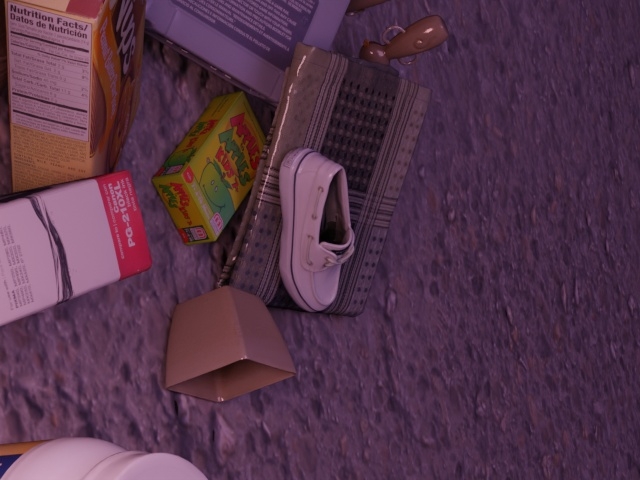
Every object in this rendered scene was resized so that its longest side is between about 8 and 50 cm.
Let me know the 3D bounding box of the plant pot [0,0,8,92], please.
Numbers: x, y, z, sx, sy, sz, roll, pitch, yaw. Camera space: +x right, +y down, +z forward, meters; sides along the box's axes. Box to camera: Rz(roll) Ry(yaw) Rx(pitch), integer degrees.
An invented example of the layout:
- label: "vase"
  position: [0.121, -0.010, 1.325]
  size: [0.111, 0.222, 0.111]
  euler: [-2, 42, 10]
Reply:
- label: "plant pot"
  position: [-0.341, -0.210, 1.447]
  size: [0.237, 0.110, 0.237]
  euler: [23, 63, -55]

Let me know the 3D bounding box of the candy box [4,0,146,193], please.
- label: "candy box"
  position: [-0.224, -0.172, 1.496]
  size: [0.316, 0.087, 0.183]
  euler: [102, 2, -54]

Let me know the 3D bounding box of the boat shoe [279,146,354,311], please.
- label: "boat shoe"
  position: [0.000, 0.000, 1.873]
  size: [0.083, 0.076, 0.226]
  euler: [-43, 139, -34]

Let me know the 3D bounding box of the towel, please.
- label: "towel"
  position: [0.006, -0.070, 1.966]
  size: [0.312, 0.056, 0.324]
  euler: [11, 99, -57]

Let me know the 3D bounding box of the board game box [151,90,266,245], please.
- label: "board game box"
  position: [-0.121, -0.085, 1.856]
  size: [0.092, 0.043, 0.181]
  euler: [64, 34, -26]

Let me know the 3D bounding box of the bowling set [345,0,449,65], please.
- label: "bowling set"
  position: [0.043, -0.370, 2.157]
  size: [0.287, 0.154, 0.200]
  euler: [53, 22, -38]

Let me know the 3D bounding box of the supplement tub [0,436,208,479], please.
- label: "supplement tub"
  position: [-0.246, 0.273, 1.267]
  size: [0.228, 0.316, 0.228]
  euler: [25, 61, -55]

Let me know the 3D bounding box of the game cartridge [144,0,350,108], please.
- label: "game cartridge"
  position: [-0.093, -0.288, 1.841]
  size: [0.294, 0.060, 0.196]
  euler: [28, 87, -43]

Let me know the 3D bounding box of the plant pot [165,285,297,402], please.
- label: "plant pot"
  position: [-0.105, 0.111, 1.778]
  size: [0.109, 0.109, 0.096]
  euler: [25, 49, -55]

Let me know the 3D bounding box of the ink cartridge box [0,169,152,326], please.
- label: "ink cartridge box"
  position: [-0.290, 0.015, 1.408]
  size: [0.237, 0.172, 0.100]
  euler: [-23, 101, -59]
